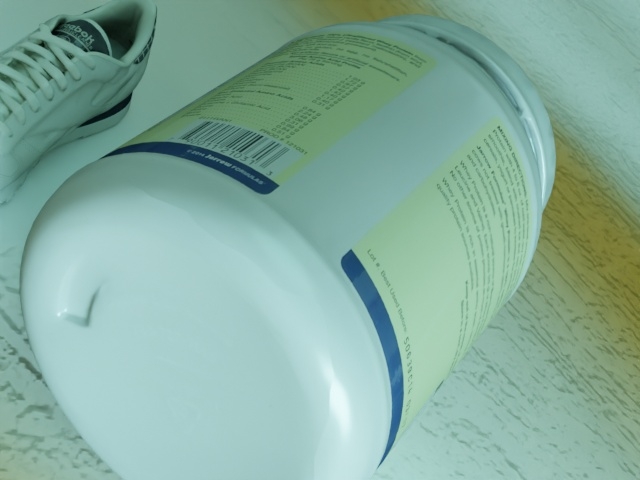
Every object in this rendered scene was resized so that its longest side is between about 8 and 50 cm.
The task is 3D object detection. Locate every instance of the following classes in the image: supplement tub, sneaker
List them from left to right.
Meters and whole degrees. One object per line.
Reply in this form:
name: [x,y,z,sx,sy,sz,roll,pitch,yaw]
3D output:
sneaker: [-0.199,-0.098,0.721,0.090,0.095,0.235,44,44,-3]
supplement tub: [0.000,0.000,0.689,0.235,0.235,0.325,46,43,2]
